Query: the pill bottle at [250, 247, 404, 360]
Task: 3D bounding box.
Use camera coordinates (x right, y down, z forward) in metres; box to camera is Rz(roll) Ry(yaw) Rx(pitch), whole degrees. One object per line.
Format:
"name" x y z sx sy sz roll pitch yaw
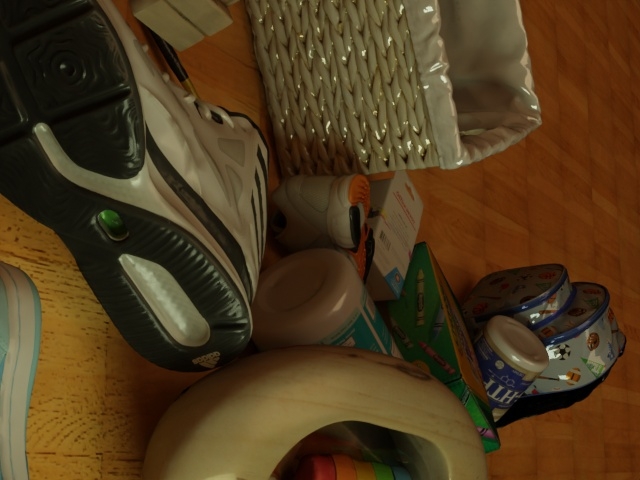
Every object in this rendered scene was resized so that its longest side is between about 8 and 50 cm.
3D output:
"pill bottle" 0.021 0.148 1.204 0.264 0.146 0.146 62 37 -32

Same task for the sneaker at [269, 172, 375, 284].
"sneaker" 0.000 0.000 1.257 0.262 0.121 0.099 84 21 -52

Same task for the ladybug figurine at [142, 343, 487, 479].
"ladybug figurine" -0.002 0.251 1.039 0.449 0.162 0.305 27 87 -40

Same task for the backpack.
"backpack" 0.367 0.156 1.677 0.276 0.263 0.213 -49 125 -51

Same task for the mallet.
"mallet" -0.145 -0.166 1.082 0.189 0.039 0.062 59 12 -29

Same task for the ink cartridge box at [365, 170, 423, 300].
"ink cartridge box" 0.087 -0.014 1.431 0.104 0.062 0.181 57 40 -38

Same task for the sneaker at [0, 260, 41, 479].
"sneaker" -0.304 0.145 0.677 0.208 0.127 0.319 31 48 -56

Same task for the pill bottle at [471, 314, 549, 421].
"pill bottle" 0.254 0.217 1.541 0.112 0.186 0.112 27 27 -15

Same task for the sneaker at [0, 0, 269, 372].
"sneaker" -0.186 -0.115 0.945 0.257 0.169 0.447 -77 145 -60

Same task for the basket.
"basket" 0.097 -0.263 1.298 0.328 0.266 0.331 -28 109 -58

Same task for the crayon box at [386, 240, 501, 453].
"crayon box" 0.166 0.155 1.417 0.278 0.081 0.165 -98 161 -50

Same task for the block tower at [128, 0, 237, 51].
"block tower" -0.164 -0.346 0.923 0.335 0.091 0.097 68 12 17
